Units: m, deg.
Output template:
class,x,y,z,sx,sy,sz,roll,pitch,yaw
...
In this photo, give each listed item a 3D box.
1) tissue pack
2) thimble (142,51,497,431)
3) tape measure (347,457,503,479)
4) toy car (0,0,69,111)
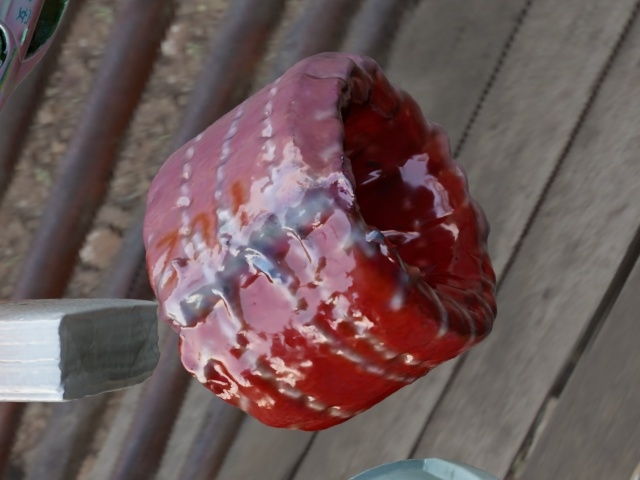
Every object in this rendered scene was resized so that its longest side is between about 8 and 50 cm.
class,x,y,z,sx,sy,sz,roll,pitch,yaw
tissue pack,-0.299,0.082,1.399,0.325,0.170,0.071,-2,92,20
thimble,0.003,0.000,0.952,0.125,0.189,0.163,-32,107,23
tape measure,0.068,0.277,1.295,0.246,0.125,0.243,-51,123,-11
toy car,-0.185,-0.177,1.116,0.090,0.076,0.224,32,103,51
